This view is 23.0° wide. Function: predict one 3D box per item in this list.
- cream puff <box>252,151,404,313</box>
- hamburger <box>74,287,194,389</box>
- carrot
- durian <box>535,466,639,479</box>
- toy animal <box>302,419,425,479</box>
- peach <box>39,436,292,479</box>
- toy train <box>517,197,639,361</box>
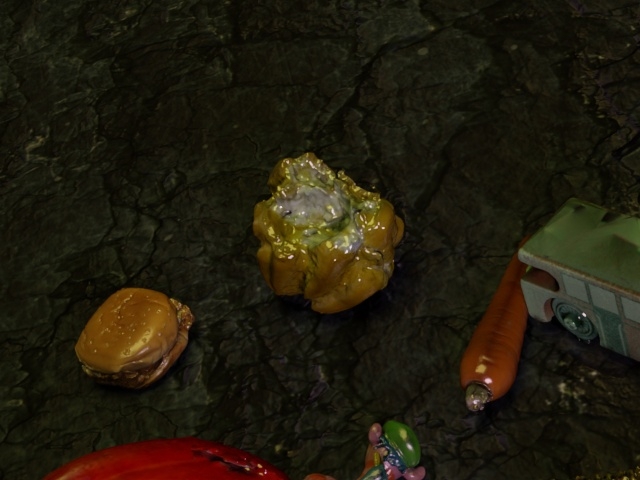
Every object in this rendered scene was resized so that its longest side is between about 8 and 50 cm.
[{"bbox_3d":[0.002,0.002,2.092,0.194,0.195,0.221,-39,53,-21],"label":"cream puff"},{"bbox_3d":[-0.251,0.132,2.116,0.138,0.083,0.147,12,52,31],"label":"hamburger"},{"bbox_3d":[0.233,0.095,1.947,0.069,0.069,0.336,-1,37,25],"label":"carrot"},{"bbox_3d":[0.406,0.258,1.599,0.375,0.132,0.106,-5,15,2],"label":"durian"},{"bbox_3d":[0.023,0.277,1.791,0.208,0.100,0.103,-19,-3,-16],"label":"toy animal"},{"bbox_3d":[-0.167,0.360,1.589,0.370,0.370,0.370,-13,38,11],"label":"peach"},{"bbox_3d":[0.382,0.061,1.832,0.326,0.159,0.129,24,58,41],"label":"toy train"}]
